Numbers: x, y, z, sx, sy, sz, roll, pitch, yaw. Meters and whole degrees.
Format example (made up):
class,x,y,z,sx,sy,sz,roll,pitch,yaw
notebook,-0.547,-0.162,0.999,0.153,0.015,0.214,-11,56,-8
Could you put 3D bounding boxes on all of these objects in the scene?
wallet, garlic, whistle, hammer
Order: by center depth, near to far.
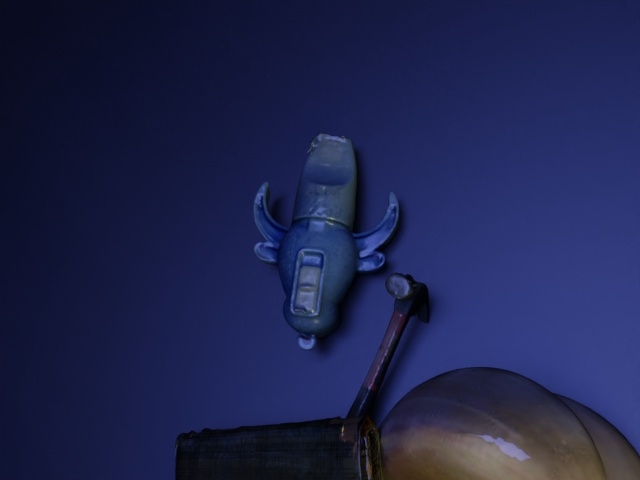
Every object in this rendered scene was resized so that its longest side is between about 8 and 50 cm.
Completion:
class,x,y,z,sx,sy,sz,roll,pitch,yaw
garlic,0.209,0.270,0.978,0.246,0.231,0.340,-40,63,2
wallet,-0.056,0.286,1.081,0.317,0.044,0.169,-15,73,42
hammer,0.054,0.174,1.125,0.033,0.111,0.288,25,93,24
whistle,0.000,0.000,1.187,0.180,0.093,0.269,6,73,12
